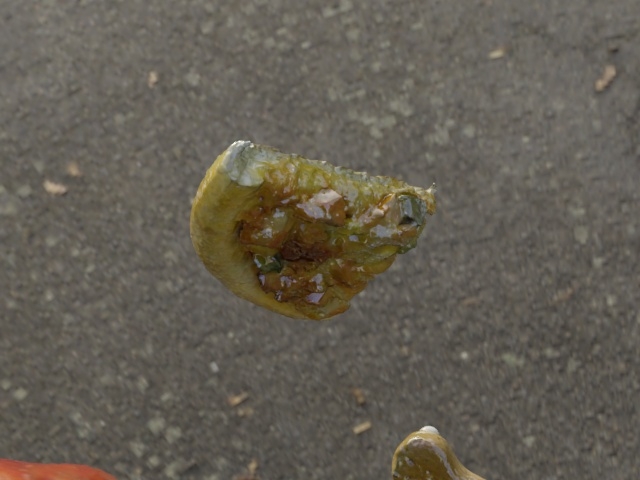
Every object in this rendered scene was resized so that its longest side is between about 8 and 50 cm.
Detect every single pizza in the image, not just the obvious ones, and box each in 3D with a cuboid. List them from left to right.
[{"bbox_3d":[0.000,0.000,1.087,0.197,0.292,0.058,-11,62,5],"label":"pizza"}]

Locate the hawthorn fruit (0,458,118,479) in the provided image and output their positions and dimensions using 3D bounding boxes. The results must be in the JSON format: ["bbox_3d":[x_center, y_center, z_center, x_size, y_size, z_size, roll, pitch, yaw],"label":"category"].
[{"bbox_3d":[-0.170,0.250,0.838,0.207,0.207,0.243,-42,30,-14],"label":"hawthorn fruit"}]

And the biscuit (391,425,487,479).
[{"bbox_3d":[0.193,0.310,1.307,0.302,0.196,0.049,25,32,15],"label":"biscuit"}]
